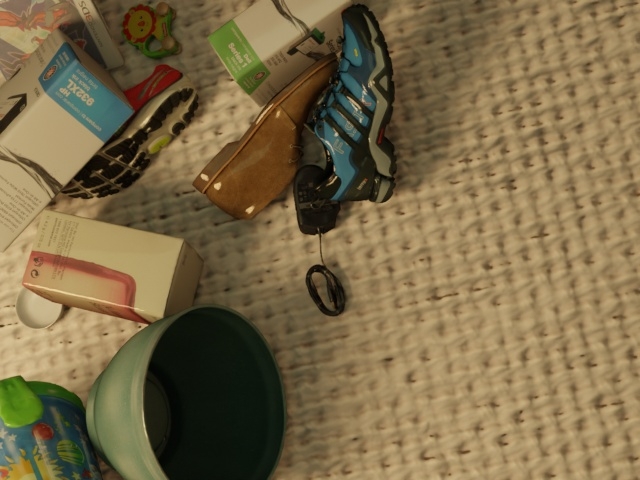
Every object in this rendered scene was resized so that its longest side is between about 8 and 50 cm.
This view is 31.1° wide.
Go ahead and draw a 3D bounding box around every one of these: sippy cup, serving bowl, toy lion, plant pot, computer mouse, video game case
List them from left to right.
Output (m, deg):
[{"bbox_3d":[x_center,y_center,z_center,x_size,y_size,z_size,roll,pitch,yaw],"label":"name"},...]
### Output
[{"bbox_3d":[-0.417,0.361,1.678,0.240,0.305,0.224,-44,43,0],"label":"sippy cup"},{"bbox_3d":[-0.455,0.106,1.881,0.083,0.027,0.083,-2,78,12],"label":"serving bowl"},{"bbox_3d":[-0.453,-0.338,1.898,0.201,0.183,0.023,-15,38,10],"label":"video game case"},{"bbox_3d":[-0.288,-0.351,1.929,0.096,0.034,0.100,-15,77,17],"label":"toy lion"},{"bbox_3d":[-0.218,0.251,1.691,0.196,0.293,0.293,-13,76,37],"label":"plant pot"},{"bbox_3d":[0.000,0.000,1.798,0.071,0.041,0.242,-6,83,-7],"label":"computer mouse"}]

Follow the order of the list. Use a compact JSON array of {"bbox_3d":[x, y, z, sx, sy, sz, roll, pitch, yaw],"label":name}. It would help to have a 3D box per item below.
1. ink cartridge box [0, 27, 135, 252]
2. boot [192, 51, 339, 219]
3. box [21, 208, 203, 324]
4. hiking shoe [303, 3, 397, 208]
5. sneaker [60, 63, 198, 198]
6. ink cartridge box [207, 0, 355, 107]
[{"bbox_3d":[-0.460,-0.163,1.819,0.307,0.129,0.223,-46,32,3],"label":"ink cartridge box"},{"bbox_3d":[-0.058,-0.162,1.814,0.115,0.112,0.305,43,98,2],"label":"boot"},{"bbox_3d":[-0.318,0.049,1.784,0.232,0.148,0.126,12,78,10],"label":"box"},{"bbox_3d":[0.040,-0.200,1.728,0.132,0.113,0.304,-5,99,-7],"label":"hiking shoe"},{"bbox_3d":[-0.323,-0.178,1.884,0.279,0.107,0.118,-39,55,0],"label":"sneaker"},{"bbox_3d":[-0.047,-0.324,1.800,0.219,0.160,0.092,-34,76,5],"label":"ink cartridge box"}]
